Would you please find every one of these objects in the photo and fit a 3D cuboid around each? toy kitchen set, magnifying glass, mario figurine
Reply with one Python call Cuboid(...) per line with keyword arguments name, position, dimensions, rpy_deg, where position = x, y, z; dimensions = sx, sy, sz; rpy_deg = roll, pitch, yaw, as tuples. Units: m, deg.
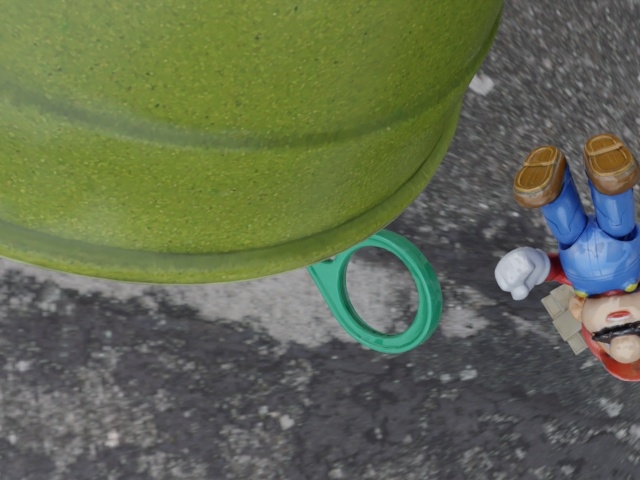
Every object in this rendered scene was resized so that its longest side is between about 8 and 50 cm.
Cuboid(name="toy kitchen set", position=(0.341, 0.085, 1.577), dimensions=(0.075, 0.068, 0.083), rpy_deg=(-25, 76, -25))
Cuboid(name="magnifying glass", position=(0.000, 0.000, 0.970), dimensions=(0.231, 0.026, 0.092), rpy_deg=(38, 124, 20))
Cuboid(name="mario figurine", position=(0.324, 0.049, 1.376), dimensions=(0.170, 0.321, 0.198), rpy_deg=(-45, 37, -21))

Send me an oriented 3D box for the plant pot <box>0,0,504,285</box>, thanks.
Cuboid(name="plant pot", position=(-0.033, -0.233, 0.448), dimensions=(0.366, 0.366, 0.353), rpy_deg=(50, 138, 15))
